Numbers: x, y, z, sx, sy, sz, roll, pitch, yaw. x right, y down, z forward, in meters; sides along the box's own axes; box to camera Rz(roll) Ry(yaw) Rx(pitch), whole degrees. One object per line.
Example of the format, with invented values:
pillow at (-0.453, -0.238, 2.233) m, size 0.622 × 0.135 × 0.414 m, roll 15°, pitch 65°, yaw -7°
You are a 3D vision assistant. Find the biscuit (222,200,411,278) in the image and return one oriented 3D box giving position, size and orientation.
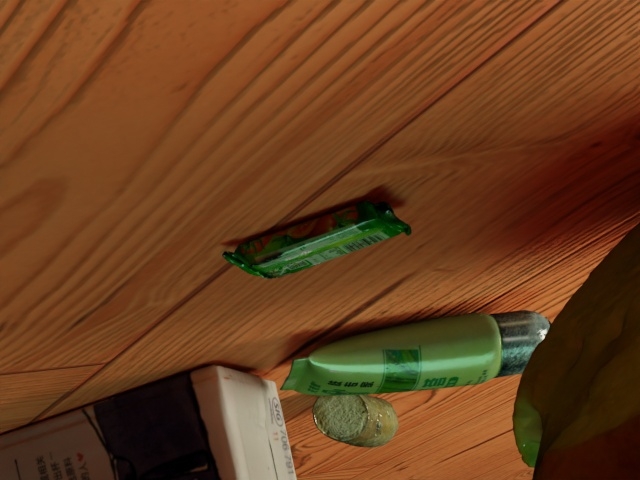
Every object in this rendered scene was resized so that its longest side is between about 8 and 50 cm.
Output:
biscuit at (0.000, -0.001, 0.825) m, size 0.089 × 0.016 × 0.046 m, roll -20°, pitch 161°, yaw 18°

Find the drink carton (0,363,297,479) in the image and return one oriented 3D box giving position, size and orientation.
drink carton at (-0.132, 0.180, 1.114) m, size 0.222 × 0.134 × 0.102 m, roll -19°, pitch 164°, yaw 18°

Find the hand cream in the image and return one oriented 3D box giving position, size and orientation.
hand cream at (0.064, 0.077, 1.089) m, size 0.175 × 0.046 × 0.095 m, roll -9°, pitch 166°, yaw -9°

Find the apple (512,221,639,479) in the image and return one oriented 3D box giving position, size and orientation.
apple at (0.266, 0.119, 0.866) m, size 0.384 × 0.374 × 0.374 m, roll -21°, pitch 166°, yaw -16°

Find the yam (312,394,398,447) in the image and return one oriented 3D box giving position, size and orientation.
yam at (0.027, 0.134, 1.260) m, size 0.043 × 0.043 × 0.094 m, roll -18°, pitch 165°, yaw 14°
